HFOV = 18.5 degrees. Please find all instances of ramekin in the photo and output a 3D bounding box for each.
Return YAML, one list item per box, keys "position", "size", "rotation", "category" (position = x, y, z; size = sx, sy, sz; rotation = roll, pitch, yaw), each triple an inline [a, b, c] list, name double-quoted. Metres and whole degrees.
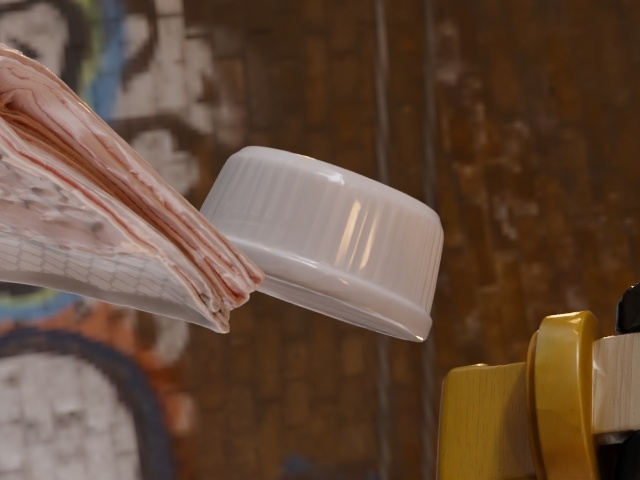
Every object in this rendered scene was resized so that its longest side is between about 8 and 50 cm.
- position: [0.000, 0.000, 1.982]
  size: [0.273, 0.272, 0.127]
  rotation: [2, -109, 70]
  category: "ramekin"

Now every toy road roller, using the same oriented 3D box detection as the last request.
- position: [0.232, 0.192, 1.590]
  size: [0.329, 0.240, 0.203]
  rotation: [62, 27, -45]
  category: "toy road roller"

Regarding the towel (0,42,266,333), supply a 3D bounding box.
- position: [-0.231, -0.049, 1.045]
  size: [0.317, 0.331, 0.053]
  rotation: [46, 60, -59]
  category: "towel"
